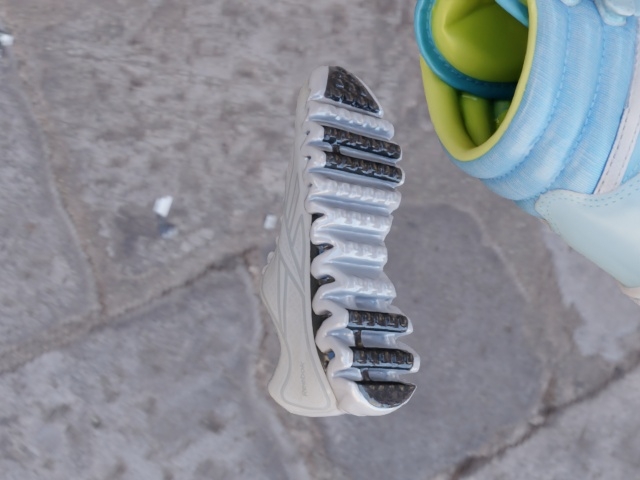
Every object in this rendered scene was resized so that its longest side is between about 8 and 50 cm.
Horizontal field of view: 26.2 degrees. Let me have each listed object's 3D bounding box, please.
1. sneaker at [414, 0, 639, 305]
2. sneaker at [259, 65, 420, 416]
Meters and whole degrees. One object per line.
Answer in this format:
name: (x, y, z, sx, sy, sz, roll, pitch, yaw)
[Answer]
sneaker: (0.163, -0.136, 0.723, 0.208, 0.127, 0.319, 29, 58, -16)
sneaker: (0.000, 0.000, 1.100, 0.110, 0.118, 0.292, 16, 65, -43)
